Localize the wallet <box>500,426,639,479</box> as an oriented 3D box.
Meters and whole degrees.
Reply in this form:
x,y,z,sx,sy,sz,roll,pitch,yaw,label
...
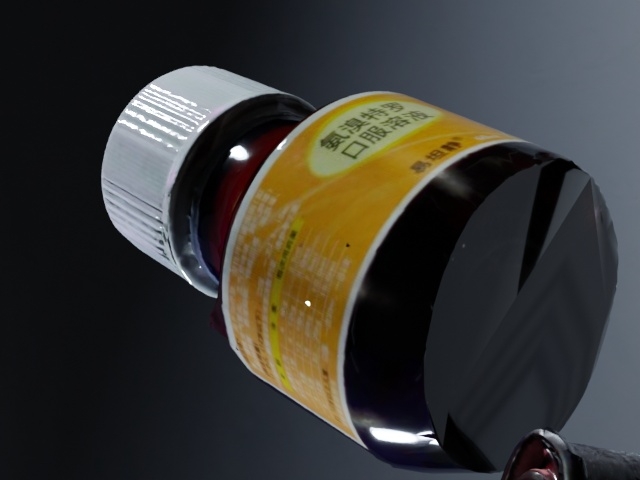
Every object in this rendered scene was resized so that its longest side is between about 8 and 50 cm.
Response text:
x,y,z,sx,sy,sz,roll,pitch,yaw,label
0.150,0.223,0.646,0.071,0.221,0.262,41,115,56,wallet

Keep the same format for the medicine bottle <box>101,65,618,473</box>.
x,y,z,sx,sy,sz,roll,pitch,yaw,label
0.000,0.000,0.987,0.395,0.242,0.242,22,110,41,medicine bottle
